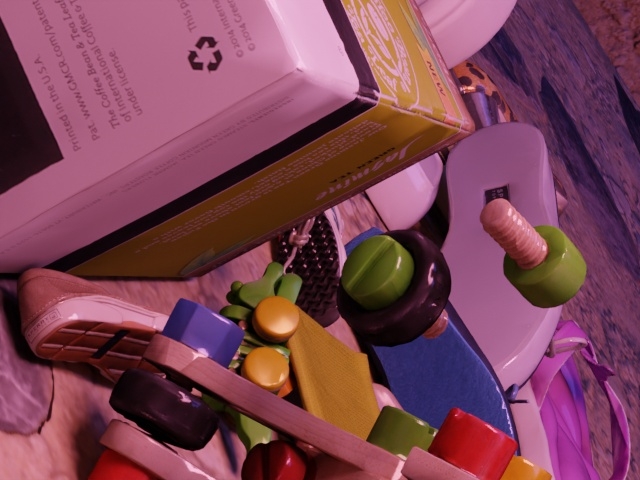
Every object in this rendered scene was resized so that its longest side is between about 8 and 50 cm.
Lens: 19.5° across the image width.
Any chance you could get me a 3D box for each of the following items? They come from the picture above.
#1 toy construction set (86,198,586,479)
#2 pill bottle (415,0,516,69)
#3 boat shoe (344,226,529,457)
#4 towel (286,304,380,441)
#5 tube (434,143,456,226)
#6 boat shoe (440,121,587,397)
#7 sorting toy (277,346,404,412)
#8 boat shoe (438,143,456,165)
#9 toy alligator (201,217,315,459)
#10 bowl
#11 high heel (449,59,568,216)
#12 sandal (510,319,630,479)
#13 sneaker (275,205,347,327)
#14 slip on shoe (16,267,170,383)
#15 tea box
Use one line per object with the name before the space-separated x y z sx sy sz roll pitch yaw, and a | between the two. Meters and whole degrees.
toy construction set | 0.030 0.182 0.929 0.237 0.257 0.309 42 49 -41
pill bottle | 0.008 -0.325 1.623 0.392 0.224 0.224 45 24 -43
boat shoe | 0.102 0.105 1.452 0.089 0.109 0.258 31 37 -65
towel | 0.026 0.140 1.202 0.102 0.021 0.237 43 20 -42
tube | 0.119 -0.086 1.868 0.070 0.062 0.240 -18 83 -35
boat shoe | 0.164 0.054 1.675 0.367 0.136 0.156 -82 156 -54
sorting toy | 0.034 0.173 1.277 0.307 0.041 0.229 55 16 0
boat shoe | 0.077 -0.130 1.805 0.152 0.049 0.056 53 0 -1
toy alligator | -0.043 0.051 1.167 0.051 0.056 0.190 16 55 -8
bowl | 0.066 -0.085 1.721 0.142 0.053 0.142 60 16 -9
high heel | 0.186 -0.101 1.998 0.186 0.093 0.261 65 6 17
sandal | 0.244 0.165 1.768 0.169 0.102 0.416 52 20 -32
sneaker | 0.000 0.000 1.392 0.075 0.057 0.161 31 32 -49
slip on shoe | -0.118 0.046 1.013 0.135 0.051 0.041 18 35 -58
tea box | -0.109 -0.169 1.062 0.329 0.220 0.323 65 16 9
